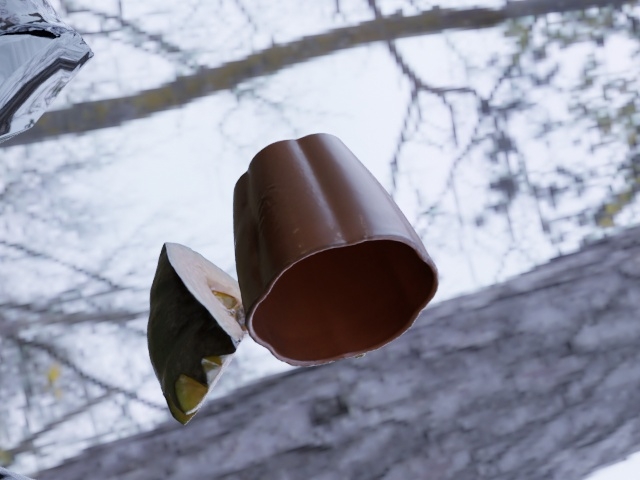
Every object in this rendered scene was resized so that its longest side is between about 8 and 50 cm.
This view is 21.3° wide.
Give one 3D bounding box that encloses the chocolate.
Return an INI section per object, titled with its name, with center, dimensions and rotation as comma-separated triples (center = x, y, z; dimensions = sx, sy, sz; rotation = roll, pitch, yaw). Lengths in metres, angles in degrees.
[chocolate]
center = -0.390, -0.208, 1.689
dimensions = 0.283, 0.283, 0.186
rotation = -42, -109, 48

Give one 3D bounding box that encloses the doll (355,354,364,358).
[doll]
center = 0.016, 0.066, 1.866
dimensions = 0.143, 0.098, 0.058
rotation = 55, 9, -22

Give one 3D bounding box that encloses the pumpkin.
[pumpkin]
center = -0.156, 0.098, 1.865
dimensions = 0.149, 0.254, 0.130
rotation = 41, -80, -1

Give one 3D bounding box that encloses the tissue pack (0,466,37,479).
[tissue pack]
center = -0.132, 0.299, 1.356
dimensions = 0.123, 0.332, 0.245
rotation = -64, -160, -9

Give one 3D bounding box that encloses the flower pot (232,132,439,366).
[flower pot]
center = 0.000, 0.000, 1.638
dimensions = 0.191, 0.190, 0.173
rotation = -63, -145, 39
